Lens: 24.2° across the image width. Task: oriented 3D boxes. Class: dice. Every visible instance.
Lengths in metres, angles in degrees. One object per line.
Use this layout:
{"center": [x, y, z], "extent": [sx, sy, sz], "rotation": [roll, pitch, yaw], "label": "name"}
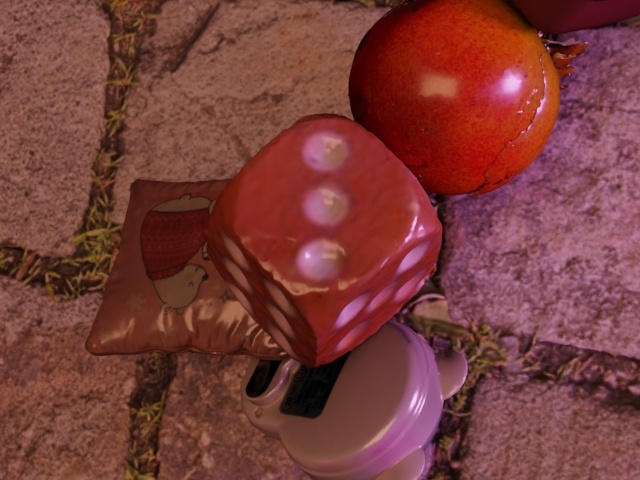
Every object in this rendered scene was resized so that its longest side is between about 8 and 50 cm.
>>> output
{"center": [0.000, 0.000, 1.439], "extent": [0.179, 0.175, 0.174], "rotation": [-39, 73, -13], "label": "dice"}

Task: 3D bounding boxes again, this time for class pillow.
{"center": [-0.120, 0.022, 1.579], "extent": [0.236, 0.084, 0.223], "rotation": [-2, 60, 17], "label": "pillow"}

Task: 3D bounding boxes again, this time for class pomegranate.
{"center": [0.141, -0.152, 1.463], "extent": [0.235, 0.210, 0.210], "rotation": [-33, 76, -2], "label": "pomegranate"}

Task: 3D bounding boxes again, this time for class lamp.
{"center": [0.028, 0.165, 1.520], "extent": [0.246, 0.108, 0.179], "rotation": [10, 60, 39], "label": "lamp"}

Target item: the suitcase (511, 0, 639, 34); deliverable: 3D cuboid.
{"center": [0.229, -0.352, 1.432], "extent": [0.297, 0.236, 0.161], "rotation": [56, 133, 15], "label": "suitcase"}
